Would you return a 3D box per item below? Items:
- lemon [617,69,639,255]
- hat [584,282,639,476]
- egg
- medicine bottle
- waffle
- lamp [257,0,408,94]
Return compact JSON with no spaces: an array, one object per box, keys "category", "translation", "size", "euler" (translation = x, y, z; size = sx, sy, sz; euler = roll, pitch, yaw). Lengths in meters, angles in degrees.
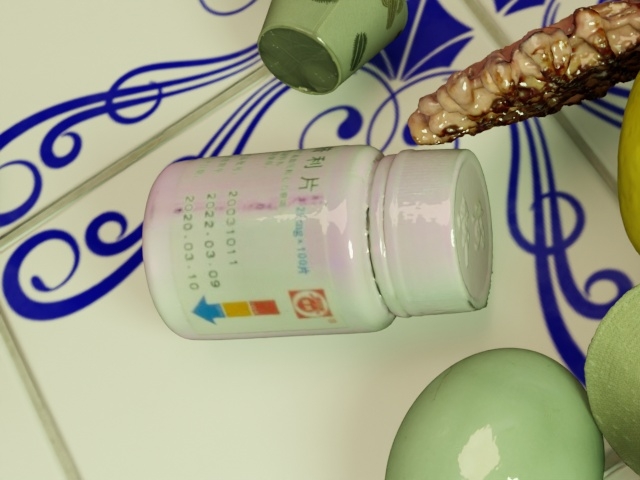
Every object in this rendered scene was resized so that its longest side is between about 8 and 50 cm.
[{"category":"lemon","translation":[0.352,-0.063,1.224],"size":[0.297,0.297,0.297],"euler":[-10,59,17]},{"category":"hat","translation":[0.285,0.143,1.133],"size":[0.257,0.257,0.130],"euler":[-2,39,21]},{"category":"egg","translation":[0.121,0.168,1.263],"size":[0.149,0.149,0.192],"euler":[17,75,29]},{"category":"medicine bottle","translation":[0.000,0.000,1.408],"size":[0.254,0.152,0.152],"euler":[-5,60,19]},{"category":"waffle","translation":[0.187,-0.135,1.363],"size":[0.234,0.221,0.055],"euler":[-17,83,-27]},{"category":"lamp","translation":[0.028,-0.227,1.552],"size":[0.121,0.121,0.214],"euler":[11,54,27]}]
